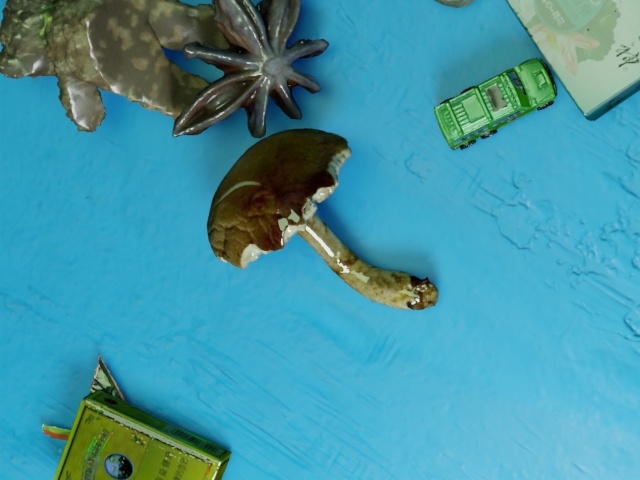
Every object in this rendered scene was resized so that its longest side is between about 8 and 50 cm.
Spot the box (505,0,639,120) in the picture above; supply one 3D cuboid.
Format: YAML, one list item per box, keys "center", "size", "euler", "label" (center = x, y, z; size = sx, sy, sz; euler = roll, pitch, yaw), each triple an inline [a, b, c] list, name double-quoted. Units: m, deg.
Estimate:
- center: [0.340, -0.296, 1.741]
  size: [0.153, 0.092, 0.245]
  euler: [-35, 81, 12]
  label: "box"

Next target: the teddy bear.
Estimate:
- center: [-0.290, -0.266, 1.895]
  size: [0.296, 0.222, 0.246]
  euler: [16, 87, -29]
  label: "teddy bear"

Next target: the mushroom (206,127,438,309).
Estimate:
- center: [-0.024, 0.003, 1.804]
  size: [0.233, 0.208, 0.302]
  euler: [-25, 89, 42]
  label: "mushroom"

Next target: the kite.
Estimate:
- center: [-0.316, 0.285, 1.954]
  size: [0.183, 0.014, 0.241]
  euler: [11, 99, 11]
  label: "kite"

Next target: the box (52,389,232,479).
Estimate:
- center: [-0.253, 0.320, 1.905]
  size: [0.220, 0.064, 0.141]
  euler: [24, 100, 11]
  label: "box"

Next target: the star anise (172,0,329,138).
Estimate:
- center: [-0.092, -0.254, 1.823]
  size: [0.198, 0.110, 0.258]
  euler: [6, 90, -23]
  label: "star anise"

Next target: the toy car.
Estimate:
- center: [0.229, -0.182, 1.783]
  size: [0.165, 0.062, 0.071]
  euler: [-26, 83, 17]
  label: "toy car"

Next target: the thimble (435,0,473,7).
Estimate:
- center: [0.169, -0.365, 1.803]
  size: [0.084, 0.062, 0.110]
  euler: [-32, 83, 12]
  label: "thimble"
